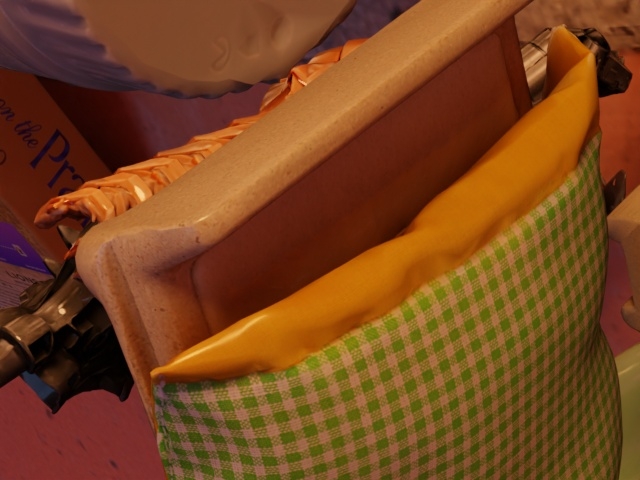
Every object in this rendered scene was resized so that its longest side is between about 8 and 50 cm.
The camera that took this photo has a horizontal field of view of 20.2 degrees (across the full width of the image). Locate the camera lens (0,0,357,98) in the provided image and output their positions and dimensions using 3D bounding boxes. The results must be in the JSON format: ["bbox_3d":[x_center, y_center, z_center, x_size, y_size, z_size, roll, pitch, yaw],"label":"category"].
[{"bbox_3d":[-0.120,-0.181,0.605,0.274,0.219,0.219,23,140,32],"label":"camera lens"}]

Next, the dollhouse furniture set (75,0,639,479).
[{"bbox_3d":[0.108,0.013,0.475,0.151,0.301,0.198,17,134,42],"label":"dollhouse furniture set"}]

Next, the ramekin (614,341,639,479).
[{"bbox_3d":[0.170,0.161,0.578,0.303,0.303,0.148,-1,131,49],"label":"ramekin"}]

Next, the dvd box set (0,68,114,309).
[{"bbox_3d":[-0.277,-0.113,0.904,0.307,0.062,0.420,13,150,41],"label":"dvd box set"}]

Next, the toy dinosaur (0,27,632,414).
[{"bbox_3d":[0.000,0.000,0.588,0.322,0.218,0.164,27,-157,-49],"label":"toy dinosaur"}]
